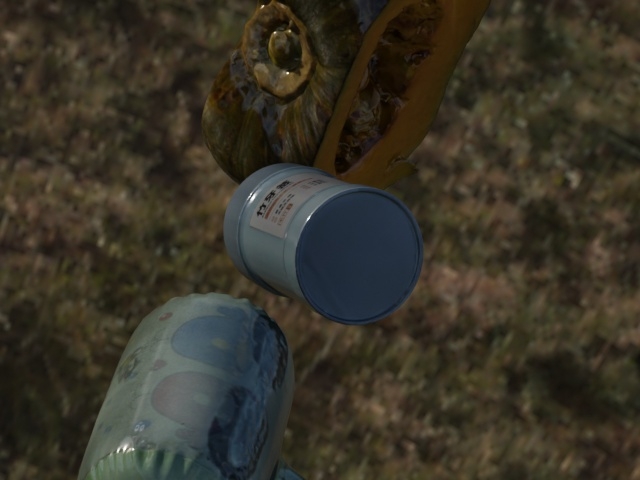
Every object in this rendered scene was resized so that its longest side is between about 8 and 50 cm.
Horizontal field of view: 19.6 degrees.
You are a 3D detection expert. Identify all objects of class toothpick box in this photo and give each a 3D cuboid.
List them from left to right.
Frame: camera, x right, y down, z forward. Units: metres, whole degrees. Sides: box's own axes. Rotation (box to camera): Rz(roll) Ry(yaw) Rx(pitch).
[{"bbox_3d":[0.000,0.000,1.359,0.101,0.101,0.153,5,6,-24],"label":"toothpick box"}]

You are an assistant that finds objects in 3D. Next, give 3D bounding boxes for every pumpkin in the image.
[{"bbox_3d":[0.034,-0.170,1.521,0.139,0.317,0.222,37,39,23],"label":"pumpkin"}]

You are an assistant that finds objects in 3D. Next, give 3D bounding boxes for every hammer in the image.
[{"bbox_3d":[-0.006,0.194,1.199,0.335,0.119,0.206,43,32,-17],"label":"hammer"}]
